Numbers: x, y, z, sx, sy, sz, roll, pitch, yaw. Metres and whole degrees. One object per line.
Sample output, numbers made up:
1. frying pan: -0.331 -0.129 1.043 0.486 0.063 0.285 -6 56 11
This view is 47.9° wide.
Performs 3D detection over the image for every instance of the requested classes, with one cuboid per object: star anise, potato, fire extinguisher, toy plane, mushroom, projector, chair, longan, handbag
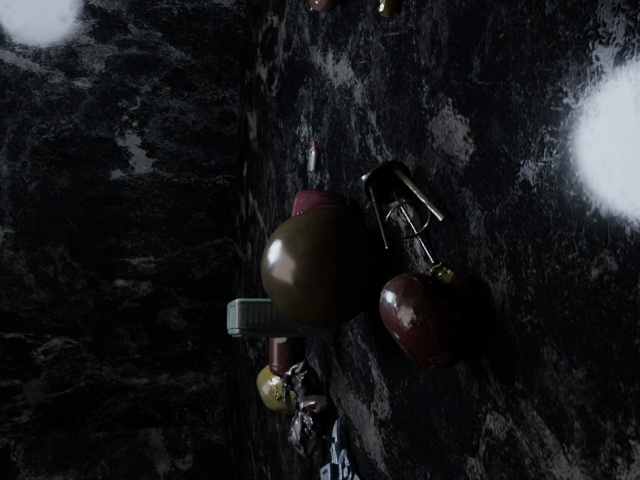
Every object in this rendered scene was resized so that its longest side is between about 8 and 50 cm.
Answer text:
1. star anise: -0.037 0.430 1.887 0.198 0.111 0.257 -105 14 -45
2. potato: -0.145 0.461 2.307 0.202 0.117 0.182 -107 19 -47
3. fire extinguisher: -0.099 0.319 2.137 0.138 0.102 0.343 -173 83 -74
4. toy plane: 0.037 0.523 1.631 0.212 0.088 0.267 -46 39 38
5. mushroom: 0.123 -0.572 1.390 0.068 0.043 0.306 -17 72 57
6. projector: -0.101 0.201 1.827 0.192 0.257 0.099 155 116 -74
7. chair: 0.140 -0.062 1.231 0.095 0.104 0.221 -55 34 21
8. longan: 0.005 0.055 1.469 0.258 0.258 0.258 180 90 -76
9. handbag: 0.000 0.000 1.656 0.135 0.146 0.225 -112 27 -63

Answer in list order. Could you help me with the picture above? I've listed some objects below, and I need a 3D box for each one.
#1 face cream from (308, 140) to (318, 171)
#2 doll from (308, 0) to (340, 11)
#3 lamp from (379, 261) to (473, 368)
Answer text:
1. face cream: -0.018 -0.232 1.975 0.040 0.021 0.083 -123 36 -63
2. doll: 0.014 -0.635 1.711 0.145 0.096 0.188 -130 51 -57
3. lamp: 0.164 0.107 1.060 0.157 0.135 0.156 53 -178 24
